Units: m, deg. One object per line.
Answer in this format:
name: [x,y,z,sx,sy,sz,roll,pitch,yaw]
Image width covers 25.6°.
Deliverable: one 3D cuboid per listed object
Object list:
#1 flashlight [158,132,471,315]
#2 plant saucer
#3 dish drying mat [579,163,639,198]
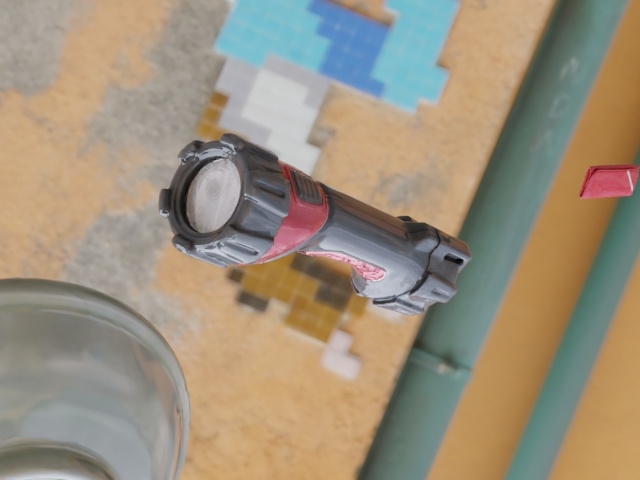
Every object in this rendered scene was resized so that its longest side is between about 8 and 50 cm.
flashlight: [0.000,0.000,1.183,0.103,0.103,0.304,23,180,39]
plant saucer: [-0.256,0.214,1.020,0.400,0.400,0.100,27,-166,-48]
dish drying mat: [0.271,-0.055,1.312,0.083,0.032,0.008,-5,-153,-47]
